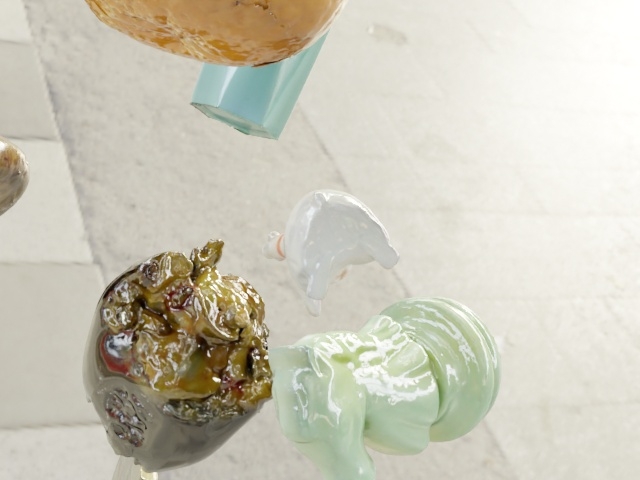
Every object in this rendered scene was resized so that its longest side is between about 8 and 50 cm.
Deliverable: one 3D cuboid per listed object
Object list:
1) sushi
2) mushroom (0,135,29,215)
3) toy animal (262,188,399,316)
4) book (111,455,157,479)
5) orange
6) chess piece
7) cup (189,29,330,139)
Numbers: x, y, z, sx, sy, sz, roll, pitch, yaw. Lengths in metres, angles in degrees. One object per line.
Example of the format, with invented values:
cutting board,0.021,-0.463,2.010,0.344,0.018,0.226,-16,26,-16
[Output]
sushi,-0.153,0.126,1.275,0.213,0.204,0.200,47,41,6
mushroom,-0.580,-0.061,1.674,0.195,0.283,0.263,34,17,15
toy animal,0.008,0.011,1.506,0.141,0.282,0.138,-33,87,-9
book,-0.259,0.332,1.540,0.026,0.161,0.231,18,15,-14
orange,-0.078,-0.223,0.798,0.219,0.219,0.193,9,70,-13
chess piece,0.058,0.166,1.212,0.176,0.175,0.298,38,29,26
cup,-0.058,-0.242,1.287,0.148,0.235,0.134,27,-8,-37
